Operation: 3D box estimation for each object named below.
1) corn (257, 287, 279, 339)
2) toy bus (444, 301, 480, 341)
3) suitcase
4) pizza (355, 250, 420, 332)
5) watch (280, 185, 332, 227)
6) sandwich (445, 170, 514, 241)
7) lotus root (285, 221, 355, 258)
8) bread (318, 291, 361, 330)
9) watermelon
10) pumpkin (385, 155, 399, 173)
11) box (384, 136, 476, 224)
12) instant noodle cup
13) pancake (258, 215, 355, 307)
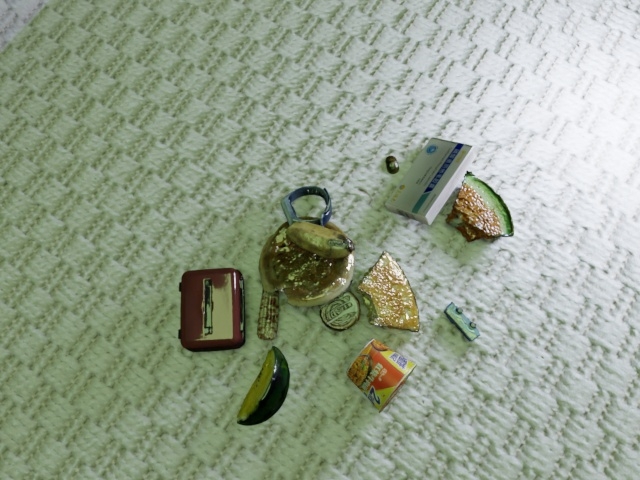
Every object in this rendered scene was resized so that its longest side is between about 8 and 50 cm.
[{"bbox_3d":[-0.193,0.252,1.785,0.080,0.079,0.236,0,74,3],"label":"corn"},{"bbox_3d":[0.514,0.295,1.746,0.061,0.051,0.153,-40,76,-2],"label":"toy bus"},{"bbox_3d":[-0.389,0.252,1.752,0.237,0.161,0.296,-5,73,1],"label":"suitcase"},{"bbox_3d":[0.234,0.209,1.753,0.223,0.089,0.323,-19,80,-24],"label":"pizza"},{"bbox_3d":[-0.044,-0.125,1.846,0.193,0.068,0.206,-17,50,-11],"label":"watch"},{"bbox_3d":[0.603,-0.100,1.823,0.292,0.109,0.212,41,89,18],"label":"sandwich"},{"bbox_3d":[0.000,0.000,1.733,0.259,0.097,0.110,21,45,12],"label":"lotus root"},{"bbox_3d":[0.070,0.254,1.770,0.161,0.073,0.160,-1,73,4],"label":"bread"},{"bbox_3d":[-0.196,0.535,1.713,0.129,0.123,0.301,18,75,41],"label":"watermelon"},{"bbox_3d":[0.288,-0.310,1.936,0.050,0.028,0.083,-16,70,1],"label":"pumpkin"},{"bbox_3d":[0.422,-0.233,1.839,0.200,0.065,0.343,25,75,44],"label":"box"},{"bbox_3d":[0.200,0.453,1.650,0.174,0.213,0.213,37,80,20],"label":"instant noodle cup"},{"bbox_3d":[-0.051,0.081,1.787,0.383,0.071,0.382,-3,59,5],"label":"pancake"}]
